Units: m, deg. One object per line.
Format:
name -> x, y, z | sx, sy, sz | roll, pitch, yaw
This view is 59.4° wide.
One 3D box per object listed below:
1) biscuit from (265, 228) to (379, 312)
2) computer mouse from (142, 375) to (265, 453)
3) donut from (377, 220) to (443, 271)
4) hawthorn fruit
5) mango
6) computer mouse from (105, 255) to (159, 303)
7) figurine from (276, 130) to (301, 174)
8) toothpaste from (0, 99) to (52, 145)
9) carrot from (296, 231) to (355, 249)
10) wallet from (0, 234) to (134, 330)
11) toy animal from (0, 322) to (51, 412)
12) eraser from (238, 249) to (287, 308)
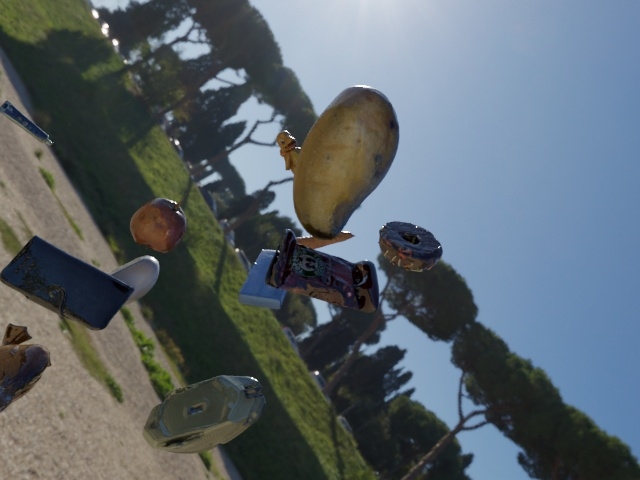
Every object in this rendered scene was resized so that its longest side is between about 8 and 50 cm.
biscuit -> 0.008, 0.067, 1.173 | 0.151, 0.235, 0.063 | -83, -164, -52
computer mouse -> -0.398, 0.616, 1.954 | 0.228, 0.428, 0.145 | -115, -171, -51
donut -> 0.348, 0.023, 2.205 | 0.270, 0.269, 0.103 | 46, -49, 42
hawthorn fruit -> -0.435, -0.051, 1.570 | 0.149, 0.189, 0.149 | 49, -10, 11
mango -> 0.045, -0.168, 1.192 | 0.176, 0.329, 0.175 | 38, 7, 25
computer mouse -> -0.640, 0.152, 1.765 | 0.184, 0.297, 0.121 | -4, -66, 55
figurine -> -0.111, -0.320, 2.035 | 0.122, 0.121, 0.176 | 23, -32, 48
toothpaste -> -1.014, -0.399, 1.943 | 0.034, 0.057, 0.197 | -16, -46, 35
carrot -> 0.000, 0.000, 1.794 | 0.057, 0.224, 0.057 | -13, 90, -81
wallet -> -0.692, 0.117, 1.529 | 0.318, 0.172, 0.045 | 29, -39, -1
toy animal -> -0.452, 0.204, 0.768 | 0.089, 0.188, 0.179 | 54, 7, -21
eraser -> -0.170, 0.124, 1.920 | 0.312, 0.144, 0.043 | -69, 166, -61
